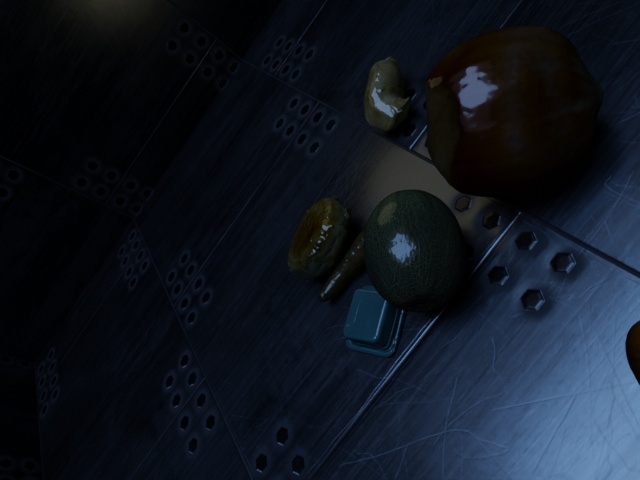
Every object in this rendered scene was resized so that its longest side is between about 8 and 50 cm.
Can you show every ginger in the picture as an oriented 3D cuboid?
[{"bbox_3d":[0.204,-0.447,1.559,0.152,0.138,0.267,-16,68,22],"label":"ginger"}]

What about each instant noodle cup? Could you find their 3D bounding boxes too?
[{"bbox_3d":[0.133,0.198,1.294,0.157,0.070,0.179,2,67,44],"label":"instant noodle cup"}]

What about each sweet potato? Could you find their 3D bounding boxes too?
[{"bbox_3d":[0.086,0.068,1.418,0.273,0.075,0.075,-51,41,14],"label":"sweet potato"}]

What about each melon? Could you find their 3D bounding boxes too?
[{"bbox_3d":[0.217,0.016,1.187,0.238,0.237,0.301,-28,47,32],"label":"melon"}]

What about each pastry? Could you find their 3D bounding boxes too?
[{"bbox_3d":[0.003,-0.001,1.482,0.257,0.121,0.235,-49,24,34],"label":"pastry"}]

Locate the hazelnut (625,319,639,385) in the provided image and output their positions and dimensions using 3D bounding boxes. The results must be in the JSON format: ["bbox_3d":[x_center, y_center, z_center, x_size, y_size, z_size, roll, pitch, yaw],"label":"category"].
[{"bbox_3d":[0.567,0.192,0.812,0.150,0.150,0.150,-24,52,34],"label":"hazelnut"}]

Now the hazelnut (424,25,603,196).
[{"bbox_3d":[0.404,-0.277,1.113,0.366,0.366,0.365,-24,52,34],"label":"hazelnut"}]
